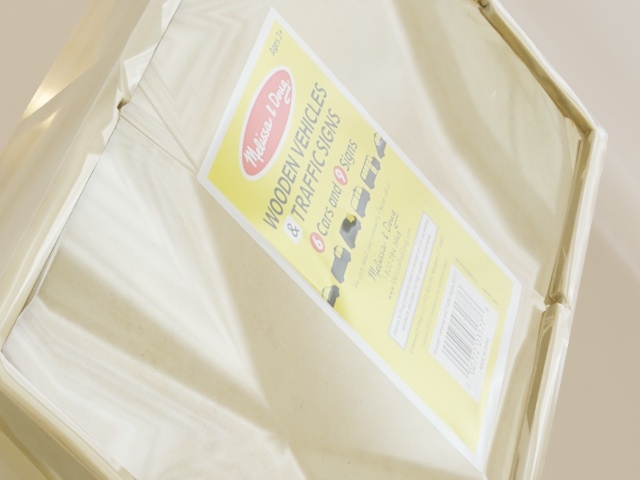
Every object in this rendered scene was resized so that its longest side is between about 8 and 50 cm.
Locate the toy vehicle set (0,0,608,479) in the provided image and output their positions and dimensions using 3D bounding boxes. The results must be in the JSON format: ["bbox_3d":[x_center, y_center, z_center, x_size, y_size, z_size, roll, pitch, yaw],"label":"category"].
[{"bbox_3d":[0.000,0.000,0.513,0.035,0.166,0.267,-28,26,34],"label":"toy vehicle set"}]
